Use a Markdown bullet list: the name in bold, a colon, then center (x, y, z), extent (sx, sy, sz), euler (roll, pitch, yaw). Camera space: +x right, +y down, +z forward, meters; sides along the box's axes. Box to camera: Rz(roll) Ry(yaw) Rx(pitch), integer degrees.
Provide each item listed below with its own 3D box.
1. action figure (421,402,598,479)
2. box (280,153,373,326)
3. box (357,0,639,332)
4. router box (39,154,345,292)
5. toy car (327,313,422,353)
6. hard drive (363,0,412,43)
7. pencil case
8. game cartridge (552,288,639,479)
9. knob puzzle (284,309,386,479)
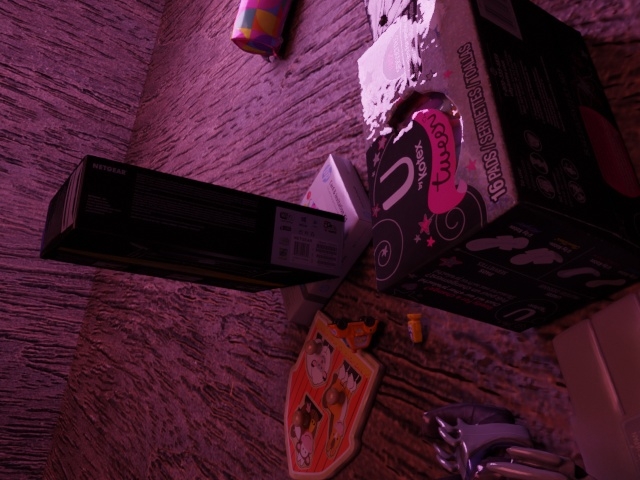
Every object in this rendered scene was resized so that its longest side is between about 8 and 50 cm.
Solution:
- **action figure**: center (0.123, 0.200, 0.391), extent (0.285, 0.099, 0.186), euler (-145, 61, -81)
- **box**: center (0.000, 0.000, 0.862), extent (0.186, 0.038, 0.145), euler (-55, 33, 29)
- **box**: center (0.134, -0.074, 0.519), extent (0.142, 0.163, 0.247), euler (-41, 42, 44)
- **router box**: center (-0.162, -0.003, 0.788), extent (0.243, 0.308, 0.081), euler (-16, 66, 57)
- **toy car**: center (0.055, 0.102, 0.687), extent (0.122, 0.060, 0.041), euler (-14, 81, 62)
- **hard drive**: center (0.126, -0.361, 0.765), extent (0.255, 0.054, 0.172), euler (120, 151, -46)
- **pencil case**: center (-0.097, -0.468, 1.228), extent (0.104, 0.104, 0.237), euler (9, 86, 62)
- **game cartridge**: center (0.252, 0.162, 0.296), extent (0.230, 0.068, 0.355), euler (-50, 36, 45)
- **knob puzzle**: center (-0.007, 0.201, 0.776), extent (0.213, 0.030, 0.213), euler (-36, 46, 49)
